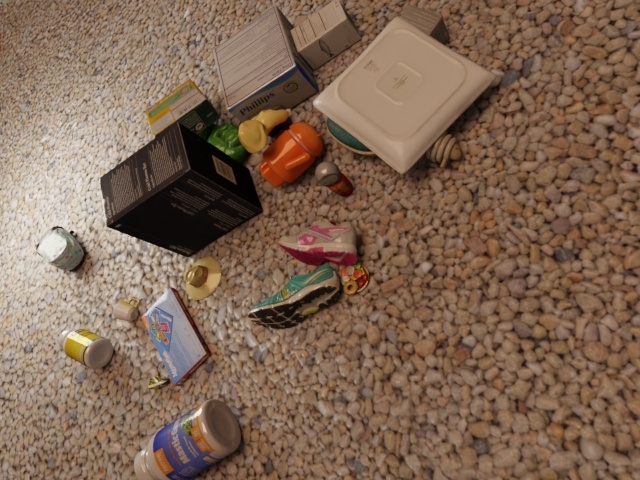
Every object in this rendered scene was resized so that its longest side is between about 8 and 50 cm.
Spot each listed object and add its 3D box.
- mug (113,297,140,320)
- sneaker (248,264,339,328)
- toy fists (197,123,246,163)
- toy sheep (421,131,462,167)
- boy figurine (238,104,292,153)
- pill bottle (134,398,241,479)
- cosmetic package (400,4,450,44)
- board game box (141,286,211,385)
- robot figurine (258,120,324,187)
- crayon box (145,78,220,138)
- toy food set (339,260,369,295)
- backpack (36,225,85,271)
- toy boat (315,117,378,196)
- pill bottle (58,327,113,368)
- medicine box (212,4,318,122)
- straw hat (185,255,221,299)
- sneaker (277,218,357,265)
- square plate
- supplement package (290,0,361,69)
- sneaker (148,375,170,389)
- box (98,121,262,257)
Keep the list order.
[{"bbox_3d":[-0.631,0.228,1.830,0.064,0.062,0.078,13,86,26],"label":"mug"},{"bbox_3d":[-0.070,0.155,1.513,0.276,0.107,0.109,-26,41,15],"label":"sneaker"},{"bbox_3d":[-0.353,-0.324,1.849,0.279,0.096,0.142,16,77,36],"label":"toy fists"},{"bbox_3d":[0.301,-0.240,1.432,0.132,0.091,0.091,26,86,17],"label":"toy sheep"},{"bbox_3d":[-0.162,-0.331,1.635,0.177,0.092,0.285,-27,16,18],"label":"boy figurine"},{"bbox_3d":[-0.360,0.551,1.486,0.272,0.152,0.152,-35,58,15],"label":"pill bottle"},{"bbox_3d":[0.237,-0.521,1.566,0.127,0.107,0.237,36,89,32],"label":"cosmetic package"},{"bbox_3d":[-0.447,0.290,1.714,0.145,0.027,0.281,-44,56,8],"label":"board game box"},{"bbox_3d":[-0.080,-0.256,1.640,0.219,0.158,0.128,-44,84,9],"label":"robot figurine"},{"bbox_3d":[-0.468,-0.422,1.870,0.203,0.083,0.323,-36,35,-1],"label":"crayon box"},{"bbox_3d":[0.088,0.098,1.469,0.083,0.020,0.082,-36,57,15],"label":"toy food set"},{"bbox_3d":[-0.965,0.038,2.067,0.182,0.115,0.151,31,87,33],"label":"backpack"},{"bbox_3d":[0.098,-0.276,1.527,0.268,0.148,0.318,25,85,35],"label":"toy boat"},{"bbox_3d":[-0.780,0.350,1.844,0.184,0.103,0.103,13,79,33],"label":"pill bottle"},{"bbox_3d":[-0.182,-0.551,1.799,0.264,0.149,0.289,-27,60,20],"label":"medicine box"},{"bbox_3d":[-0.382,0.109,1.722,0.145,0.061,0.144,-12,66,28],"label":"straw hat"},{"bbox_3d":[0.000,0.000,1.519,0.253,0.103,0.111,3,63,32],"label":"sneaker"},{"bbox_3d":[0.204,-0.395,1.440,0.347,0.049,0.344,-46,66,-3],"label":"square plate"},{"bbox_3d":[0.015,-0.641,1.742,0.179,0.105,0.105,-29,60,19],"label":"supplement package"},{"bbox_3d":[-0.489,0.424,1.685,0.083,0.031,0.035,-21,62,23],"label":"sneaker"},{"bbox_3d":[-0.409,-0.134,1.658,0.313,0.343,0.178,-30,61,17],"label":"box"}]
